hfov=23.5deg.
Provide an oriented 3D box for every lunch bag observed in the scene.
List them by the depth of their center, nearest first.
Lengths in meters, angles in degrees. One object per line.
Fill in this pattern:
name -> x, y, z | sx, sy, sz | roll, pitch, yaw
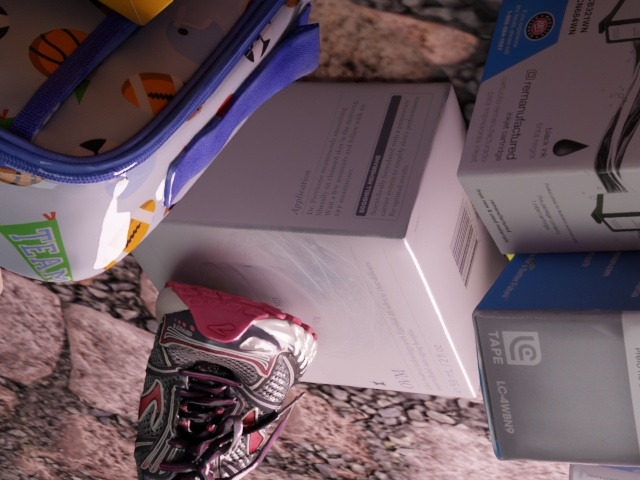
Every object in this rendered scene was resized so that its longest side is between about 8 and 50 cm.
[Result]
lunch bag -> -0.134, -0.124, 0.836 | 0.243, 0.303, 0.115 | 24, 137, 11

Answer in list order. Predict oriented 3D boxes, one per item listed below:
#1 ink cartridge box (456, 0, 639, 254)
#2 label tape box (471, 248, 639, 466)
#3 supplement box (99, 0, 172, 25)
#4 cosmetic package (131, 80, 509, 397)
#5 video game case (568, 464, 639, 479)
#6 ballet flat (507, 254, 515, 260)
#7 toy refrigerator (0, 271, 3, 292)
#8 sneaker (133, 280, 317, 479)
ink cartridge box -> 0.200, -0.075, 0.901 | 0.203, 0.148, 0.086 | -3, 143, 29
label tape box -> 0.297, 0.036, 0.925 | 0.348, 0.249, 0.115 | 2, 115, 26
supplement box -> -0.104, -0.247, 0.717 | 0.191, 0.194, 0.129 | 31, 148, -23
cosmetic package -> 0.000, 0.000, 1.139 | 0.225, 0.138, 0.224 | 4, 148, 23
video game case -> 0.299, 0.162, 1.229 | 0.193, 0.212, 0.023 | 10, 106, 9
ballet flat -> 0.179, 0.021, 1.164 | 0.077, 0.077, 0.231 | 20, 155, 40
toy refrigerator -> -0.349, -0.009, 1.345 | 0.102, 0.094, 0.269 | 21, 150, 6
sneaker -> -0.077, 0.126, 1.139 | 0.121, 0.112, 0.299 | 18, 151, 3
